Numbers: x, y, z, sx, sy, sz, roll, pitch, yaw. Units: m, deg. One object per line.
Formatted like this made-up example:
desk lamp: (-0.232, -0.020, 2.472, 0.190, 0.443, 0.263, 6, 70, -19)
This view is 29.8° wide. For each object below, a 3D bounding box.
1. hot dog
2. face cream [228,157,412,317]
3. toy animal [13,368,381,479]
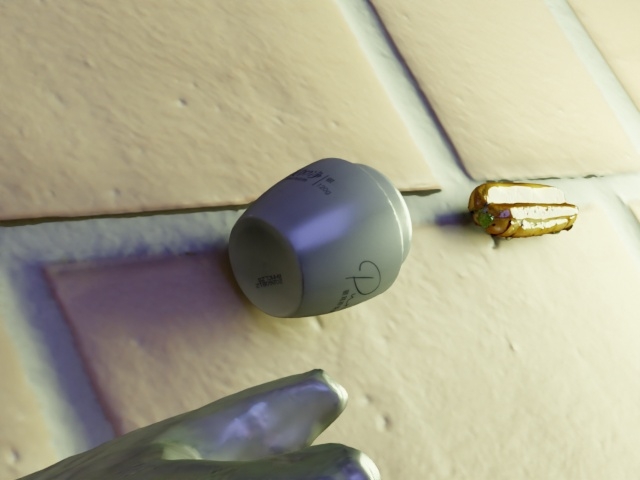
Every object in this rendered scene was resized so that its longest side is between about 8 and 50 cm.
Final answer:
hot dog: (0.153, -0.020, 0.910, 0.122, 0.037, 0.049, 1, 44, -45)
face cream: (0.000, 0.000, 0.725, 0.095, 0.091, 0.091, -25, 73, -40)
toy animal: (-0.086, 0.184, 0.420, 0.266, 0.308, 0.188, -8, 98, -9)
